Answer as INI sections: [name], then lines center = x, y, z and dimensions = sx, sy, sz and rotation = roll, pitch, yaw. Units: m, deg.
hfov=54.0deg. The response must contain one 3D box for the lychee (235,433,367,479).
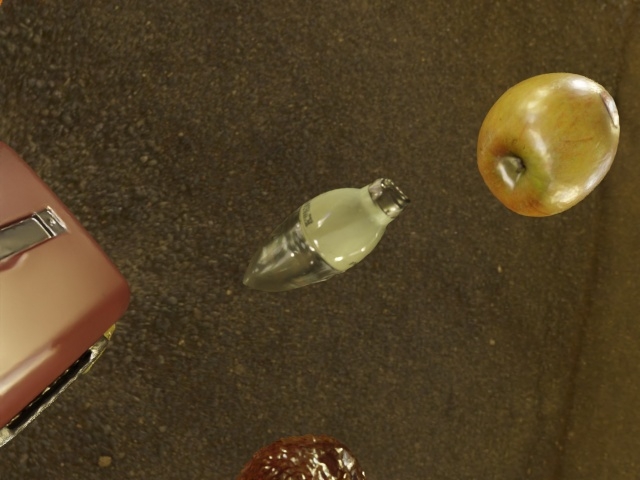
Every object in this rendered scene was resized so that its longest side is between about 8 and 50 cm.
[lychee]
center = -0.023, 0.327, 0.742
dimensions = 0.194, 0.194, 0.195
rotation = 3, 85, -34

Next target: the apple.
[apple]
center = 0.297, -0.128, 0.819
dimensions = 0.155, 0.182, 0.183
rotation = -33, 105, -30

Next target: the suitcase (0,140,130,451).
[suitcase]
center = -0.303, 0.052, 0.482
dimensions = 0.161, 0.297, 0.236
rotation = -36, 99, 14

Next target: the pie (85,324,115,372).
[pie]
center = -0.314, 0.146, 0.875
dimensions = 0.021, 0.084, 0.084
rotation = 27, 70, -6

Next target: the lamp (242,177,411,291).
[lamp]
center = 0.000, 0.000, 0.789
dimensions = 0.101, 0.250, 0.101
rotation = 41, 29, -29
